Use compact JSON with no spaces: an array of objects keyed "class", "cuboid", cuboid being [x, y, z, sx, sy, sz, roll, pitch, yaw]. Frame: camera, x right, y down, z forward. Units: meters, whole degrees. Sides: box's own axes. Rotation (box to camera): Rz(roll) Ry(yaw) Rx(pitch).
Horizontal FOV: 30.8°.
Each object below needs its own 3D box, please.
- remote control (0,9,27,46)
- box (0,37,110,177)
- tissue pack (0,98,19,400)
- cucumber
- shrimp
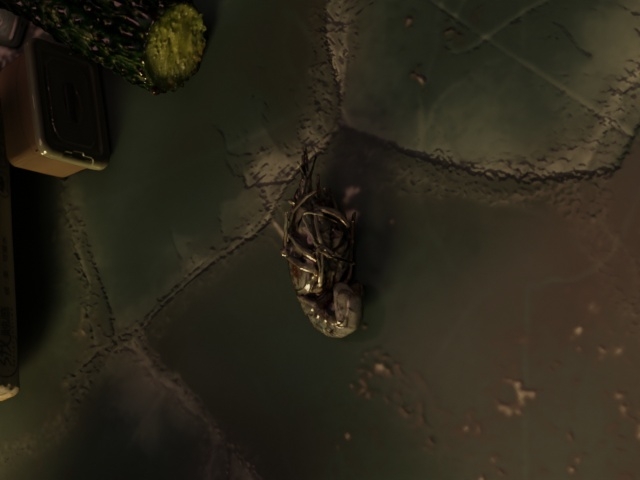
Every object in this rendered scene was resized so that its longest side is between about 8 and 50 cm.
[{"class":"remote control","cuboid":[-0.358,-0.234,1.217,0.124,0.018,0.053,11,84,28]},{"class":"box","cuboid":[-0.257,-0.121,1.108,0.062,0.089,0.122,-21,71,32]},{"class":"tissue pack","cuboid":[-0.369,-0.004,1.051,0.238,0.238,0.306,-13,74,24]},{"class":"cucumber","cuboid":[-0.269,-0.250,1.122,0.359,0.096,0.096,29,94,25]},{"class":"shrimp","cuboid":[0.000,0.000,0.970,0.065,0.056,0.165,-12,84,40]}]
